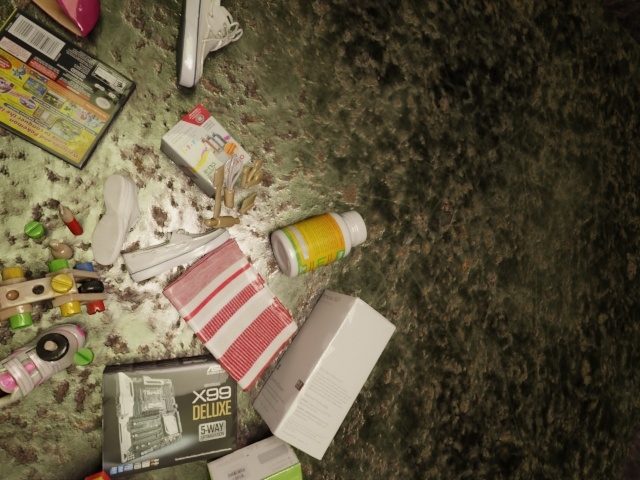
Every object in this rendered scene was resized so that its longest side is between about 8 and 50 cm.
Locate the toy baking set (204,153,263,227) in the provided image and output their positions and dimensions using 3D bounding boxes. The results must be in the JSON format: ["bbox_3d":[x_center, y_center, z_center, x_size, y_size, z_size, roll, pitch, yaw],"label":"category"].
[{"bbox_3d":[-0.217,-0.116,0.992,0.030,0.256,0.197,28,105,12],"label":"toy baking set"}]

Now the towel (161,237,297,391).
[{"bbox_3d":[-0.213,0.183,1.044,0.329,0.037,0.237,56,48,-13],"label":"towel"}]

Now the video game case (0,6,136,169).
[{"bbox_3d":[-0.615,-0.339,0.924,0.275,0.035,0.248,31,78,-21],"label":"video game case"}]

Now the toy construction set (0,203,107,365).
[{"bbox_3d":[-0.561,0.069,0.793,0.257,0.237,0.309,10,67,-15],"label":"toy construction set"}]

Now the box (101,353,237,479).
[{"bbox_3d":[-0.364,0.419,1.001,0.307,0.076,0.242,0,89,-23],"label":"box"}]

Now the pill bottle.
[{"bbox_3d":[0.000,0.000,1.129,0.245,0.136,0.136,-21,98,-22],"label":"pill bottle"}]

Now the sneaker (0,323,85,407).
[{"bbox_3d":[-0.630,0.280,0.869,0.252,0.111,0.103,-39,104,-19],"label":"sneaker"}]

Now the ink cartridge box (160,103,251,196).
[{"bbox_3d":[-0.287,-0.217,1.013,0.176,0.127,0.128,46,73,-17],"label":"ink cartridge box"}]

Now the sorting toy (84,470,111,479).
[{"bbox_3d":[-0.511,0.644,0.893,0.257,0.089,0.255,-22,111,-1],"label":"sorting toy"}]

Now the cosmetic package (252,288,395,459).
[{"bbox_3d":[0.008,0.336,1.090,0.156,0.217,0.385,37,74,-19],"label":"cosmetic package"}]

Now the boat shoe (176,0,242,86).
[{"bbox_3d":[-0.271,-0.552,1.032,0.156,0.136,0.367,8,77,-26],"label":"boat shoe"}]

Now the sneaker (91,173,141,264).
[{"bbox_3d":[-0.466,-0.043,0.957,0.080,0.094,0.212,5,81,15],"label":"sneaker"}]

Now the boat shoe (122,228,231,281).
[{"bbox_3d":[-0.351,0.013,1.001,0.258,0.095,0.084,-26,104,-22],"label":"boat shoe"}]

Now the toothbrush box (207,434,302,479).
[{"bbox_3d":[-0.153,0.667,1.028,0.206,0.122,0.283,-12,113,-23],"label":"toothbrush box"}]

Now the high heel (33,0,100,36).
[{"bbox_3d":[-0.669,-0.579,0.846,0.377,0.127,0.181,9,75,-26],"label":"high heel"}]
